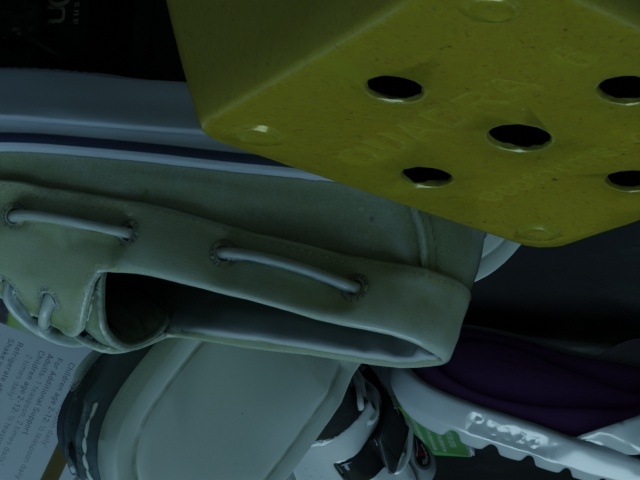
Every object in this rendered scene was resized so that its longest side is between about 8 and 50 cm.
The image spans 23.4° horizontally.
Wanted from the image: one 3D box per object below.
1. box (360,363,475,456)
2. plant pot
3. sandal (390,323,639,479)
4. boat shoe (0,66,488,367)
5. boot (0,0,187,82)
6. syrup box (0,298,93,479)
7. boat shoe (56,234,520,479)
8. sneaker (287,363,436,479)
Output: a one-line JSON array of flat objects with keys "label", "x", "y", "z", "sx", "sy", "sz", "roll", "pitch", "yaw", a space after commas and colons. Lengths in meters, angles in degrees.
[{"label": "box", "x": -0.023, "y": 0.143, "z": 1.431, "sx": 0.322, "sy": 0.058, "sz": 0.232, "roll": 3, "pitch": 160, "yaw": 11}, {"label": "plant pot", "x": 0.067, "y": -0.115, "z": 0.472, "sx": 0.212, "sy": 0.187, "sz": 0.212, "roll": 17, "pitch": 158, "yaw": -30}, {"label": "sandal", "x": 0.264, "y": 0.118, "z": 1.190, "sx": 0.416, "sy": 0.169, "sz": 0.102, "roll": 7, "pitch": 121, "yaw": -2}, {"label": "boat shoe", "x": -0.082, "y": -0.005, "z": 0.601, "sx": 0.302, "sy": 0.094, "sz": 0.109, "roll": 0, "pitch": 155, "yaw": 25}, {"label": "boot", "x": -0.157, "y": -0.058, "z": 0.786, "sx": 0.260, "sy": 0.131, "sz": 0.348, "roll": 2, "pitch": 156, "yaw": 5}, {"label": "syrup box", "x": -0.216, "y": 0.038, "z": 0.753, "sx": 0.237, "sy": 0.096, "sz": 0.093, "roll": 23, "pitch": -176, "yaw": -17}, {"label": "boat shoe", "x": 0.000, "y": 0.000, "z": 0.717, "sx": 0.116, "sy": 0.319, "sz": 0.099, "roll": 53, "pitch": 156, "yaw": -24}, {"label": "sneaker", "x": 0.023, "y": 0.152, "z": 1.260, "sx": 0.146, "sy": 0.122, "sz": 0.330, "roll": -3, "pitch": 135, "yaw": -6}]
